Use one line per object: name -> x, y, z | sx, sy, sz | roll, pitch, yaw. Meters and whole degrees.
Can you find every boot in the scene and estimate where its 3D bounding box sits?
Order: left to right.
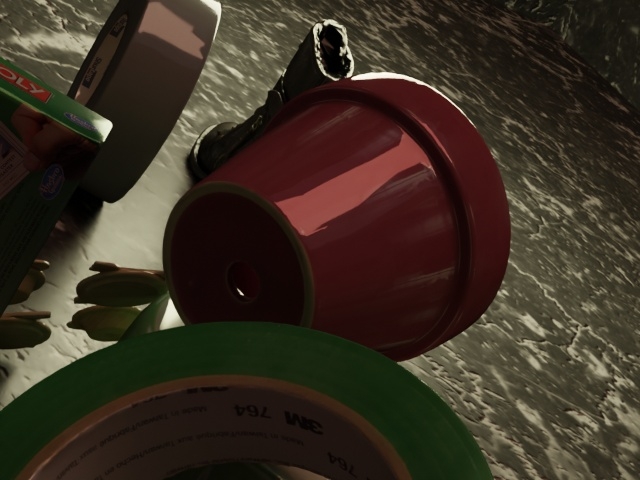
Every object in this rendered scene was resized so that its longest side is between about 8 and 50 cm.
boot -> -0.039, -0.128, 1.765 | 0.091, 0.229, 0.263 | 27, 21, -18

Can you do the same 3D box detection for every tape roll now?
tape roll -> -0.178, -0.147, 1.606 | 0.072, 0.219, 0.219 | 27, 20, -17
tape roll -> -0.058, 0.187, 0.922 | 0.321, 0.077, 0.321 | -5, 45, 5

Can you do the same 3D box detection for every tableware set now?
tableware set -> -0.185, 0.046, 1.230 | 0.141, 0.169, 0.020 | 1, 67, -13

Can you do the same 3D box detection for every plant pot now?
plant pot -> 0.000, 0.000, 1.158 | 0.201, 0.201, 0.180 | 41, 36, 21

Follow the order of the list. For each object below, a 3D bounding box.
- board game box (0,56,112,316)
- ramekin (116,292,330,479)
board game box -> -0.279, 0.019, 0.904 | 0.213, 0.317, 0.046 | 31, 18, -8
ramekin -> -0.039, 0.168, 1.184 | 0.303, 0.148, 0.303 | 29, 20, -12
